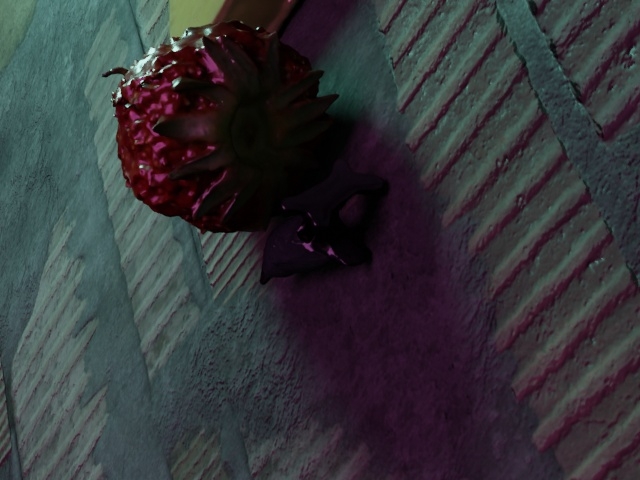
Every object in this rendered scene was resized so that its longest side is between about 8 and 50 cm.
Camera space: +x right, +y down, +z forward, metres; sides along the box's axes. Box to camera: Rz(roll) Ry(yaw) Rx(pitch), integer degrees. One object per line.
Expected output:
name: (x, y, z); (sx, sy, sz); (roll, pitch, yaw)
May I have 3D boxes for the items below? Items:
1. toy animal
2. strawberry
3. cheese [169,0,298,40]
toy animal: (0.001, 0.003, 1.627); (0.117, 0.121, 0.210); (41, 146, 6)
strawberry: (-0.162, -0.153, 1.704); (0.343, 0.292, 0.292); (16, 94, 52)
cheese: (-0.117, -0.394, 1.888); (0.384, 0.104, 0.384); (-23, 62, 52)
